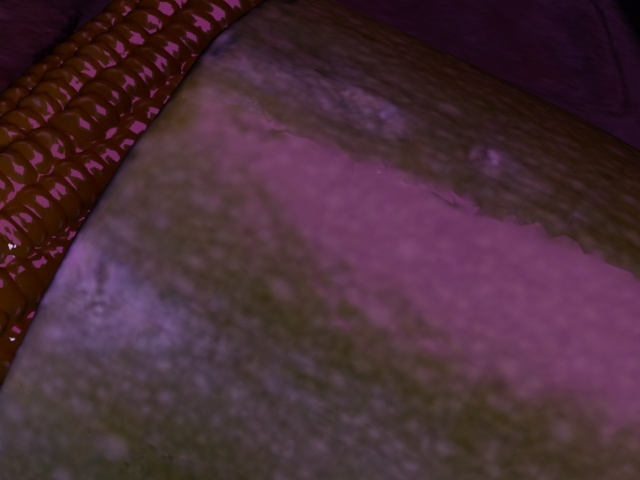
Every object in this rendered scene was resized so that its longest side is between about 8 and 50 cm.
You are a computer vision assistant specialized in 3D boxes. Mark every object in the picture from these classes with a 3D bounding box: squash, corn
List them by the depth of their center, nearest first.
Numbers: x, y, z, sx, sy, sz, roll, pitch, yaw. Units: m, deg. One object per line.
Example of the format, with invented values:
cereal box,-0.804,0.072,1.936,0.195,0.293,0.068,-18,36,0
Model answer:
squash,0.099,0.109,0.558,0.384,0.263,0.263,28,36,9
corn,-0.102,-0.015,0.696,0.120,0.120,0.363,31,52,13
